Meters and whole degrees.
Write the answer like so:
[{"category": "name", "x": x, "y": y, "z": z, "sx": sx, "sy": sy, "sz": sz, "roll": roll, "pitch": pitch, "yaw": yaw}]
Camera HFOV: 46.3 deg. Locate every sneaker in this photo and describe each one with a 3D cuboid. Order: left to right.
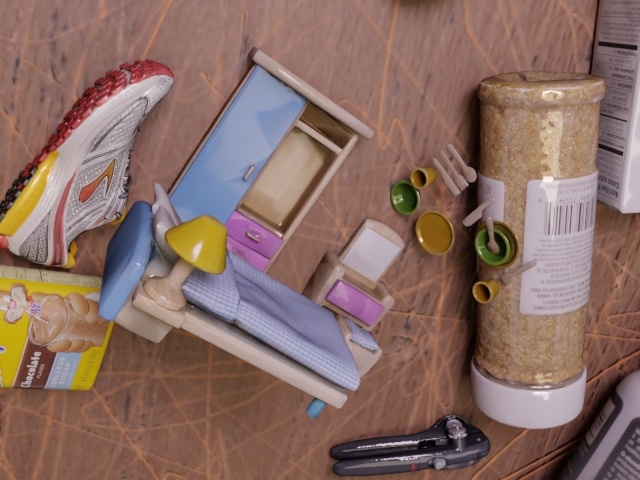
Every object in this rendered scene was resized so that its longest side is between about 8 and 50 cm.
[{"category": "sneaker", "x": -0.204, "y": -0.069, "z": 0.684, "sx": 0.093, "sy": 0.088, "sz": 0.225, "roll": 35, "pitch": 106, "yaw": -27}]

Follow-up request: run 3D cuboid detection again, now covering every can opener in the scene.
[{"category": "can opener", "x": 0.104, "y": 0.244, "z": 0.855, "sx": 0.186, "sy": 0.059, "sz": 0.073, "roll": -5, "pitch": 109, "yaw": -10}]

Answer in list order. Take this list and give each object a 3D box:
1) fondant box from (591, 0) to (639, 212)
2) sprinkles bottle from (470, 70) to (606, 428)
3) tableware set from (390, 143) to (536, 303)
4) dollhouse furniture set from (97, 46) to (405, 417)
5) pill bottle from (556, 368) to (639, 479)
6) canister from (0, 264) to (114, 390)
[{"category": "fondant box", "x": 0.404, "y": -0.201, "z": 0.750, "sx": 0.238, "sy": 0.096, "sz": 0.330, "roll": -3, "pitch": 110, "yaw": -11}, {"category": "sprinkles bottle", "x": 0.219, "y": 0.012, "z": 0.768, "sx": 0.121, "sy": 0.121, "sz": 0.355, "roll": -6, "pitch": 109, "yaw": -10}, {"category": "tableware set", "x": 0.132, "y": -0.010, "z": 0.739, "sx": 0.024, "sy": 0.104, "sz": 0.154, "roll": -22, "pitch": 74, "yaw": -43}, {"category": "dollhouse furniture set", "x": 0.000, "y": 0.000, "z": 0.623, "sx": 0.286, "sy": 0.303, "sz": 0.198, "roll": 32, "pitch": 100, "yaw": -19}, {"category": "pill bottle", "x": 0.397, "y": 0.277, "z": 0.845, "sx": 0.210, "sy": 0.210, "sz": 0.363, "roll": 24, "pitch": 102, "yaw": -18}, {"category": "canister", "x": -0.287, "y": 0.080, "z": 0.689, "sx": 0.170, "sy": 0.073, "sz": 0.126, "roll": 9, "pitch": 118, "yaw": -31}]
